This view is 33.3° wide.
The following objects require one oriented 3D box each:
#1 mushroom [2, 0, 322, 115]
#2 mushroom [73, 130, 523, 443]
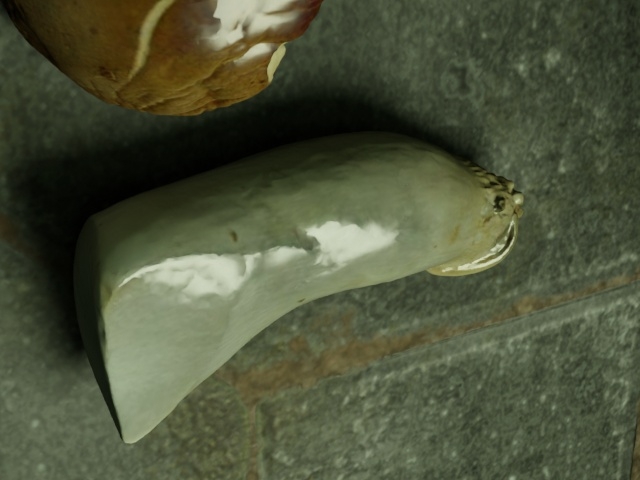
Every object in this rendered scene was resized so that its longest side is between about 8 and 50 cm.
[{"bbox_3d":[-0.059,-0.198,0.708,0.302,0.208,0.233,-10,155,-40],"label":"mushroom"},{"bbox_3d":[0.001,0.000,0.843,0.397,0.126,0.177,-22,129,-24],"label":"mushroom"}]
